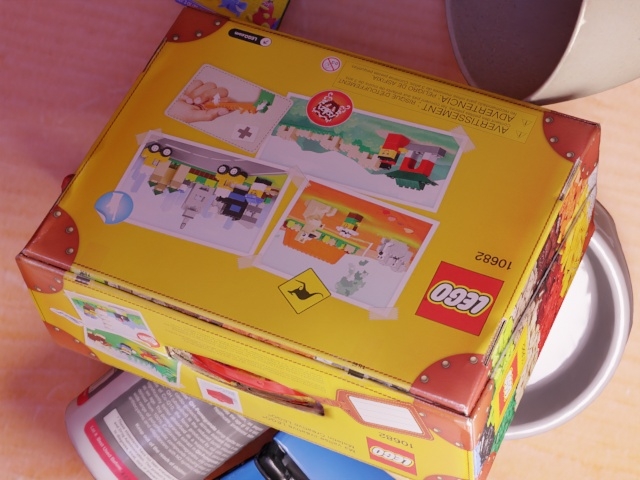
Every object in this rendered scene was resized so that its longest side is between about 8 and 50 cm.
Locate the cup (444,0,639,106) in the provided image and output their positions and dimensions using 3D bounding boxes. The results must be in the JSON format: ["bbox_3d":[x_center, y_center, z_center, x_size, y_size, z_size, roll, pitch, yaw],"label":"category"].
[{"bbox_3d":[0.310,-0.303,1.654,0.237,0.331,0.331,0,104,-22],"label":"cup"}]

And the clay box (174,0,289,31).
[{"bbox_3d":[-0.073,-0.342,1.731,0.127,0.053,0.222,25,132,-2],"label":"clay box"}]

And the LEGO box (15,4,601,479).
[{"bbox_3d":[0.000,0.000,1.611,0.500,0.193,0.372,19,60,19],"label":"LEGO box"}]

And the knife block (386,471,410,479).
[{"bbox_3d":[0.056,0.206,1.742,0.242,0.088,0.275,-7,103,-9],"label":"knife block"}]

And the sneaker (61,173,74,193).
[{"bbox_3d":[-0.235,0.018,1.854,0.221,0.087,0.128,29,102,-2],"label":"sneaker"}]

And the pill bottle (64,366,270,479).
[{"bbox_3d":[-0.135,0.172,1.831,0.318,0.176,0.176,-38,97,8],"label":"pill bottle"}]

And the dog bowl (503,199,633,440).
[{"bbox_3d":[0.212,0.081,1.829,0.349,0.102,0.348,1,103,4],"label":"dog bowl"}]

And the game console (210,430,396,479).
[{"bbox_3d":[0.011,0.347,1.894,0.250,0.173,0.293,-33,102,27],"label":"game console"}]
